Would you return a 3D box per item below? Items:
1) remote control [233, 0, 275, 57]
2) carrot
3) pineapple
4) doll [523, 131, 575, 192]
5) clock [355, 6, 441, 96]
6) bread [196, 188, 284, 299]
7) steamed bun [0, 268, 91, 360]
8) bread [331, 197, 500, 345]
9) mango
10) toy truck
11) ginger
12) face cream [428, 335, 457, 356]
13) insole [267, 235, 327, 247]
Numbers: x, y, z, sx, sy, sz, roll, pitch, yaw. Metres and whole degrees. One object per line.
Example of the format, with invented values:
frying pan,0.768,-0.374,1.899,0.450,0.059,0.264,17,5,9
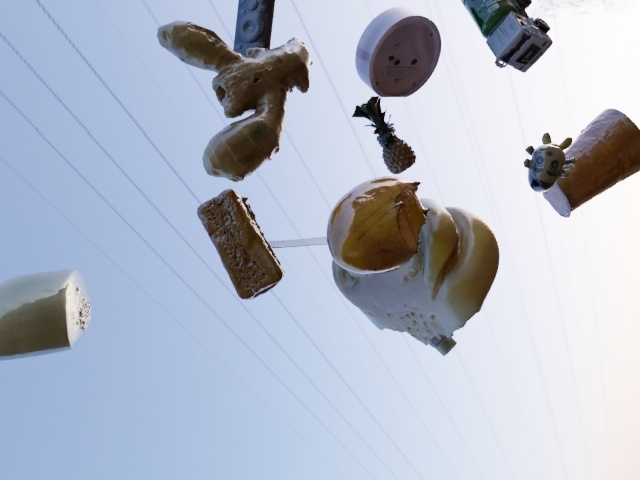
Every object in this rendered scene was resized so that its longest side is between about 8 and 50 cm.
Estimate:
remote control,-0.166,-0.623,1.379,0.044,0.107,0.377,17,-102,-64
carrot,0.707,-0.201,1.411,0.254,0.196,0.196,-35,-45,4
pineapple,0.217,-0.359,1.815,0.130,0.119,0.277,-33,-76,0
doll,0.474,-0.168,1.103,0.089,0.102,0.179,84,-151,-51
clock,0.180,-0.429,1.226,0.197,0.068,0.197,-19,-43,-19
bread,-0.193,0.006,1.304,0.139,0.271,0.077,-31,-14,-1
steamed bun,-0.614,0.147,1.152,0.200,0.250,0.155,-4,-77,-14
bread,0.204,0.073,1.250,0.245,0.424,0.329,13,-107,-31
mango,0.094,-0.023,0.912,0.154,0.126,0.252,49,-138,-2
toy truck,0.373,-0.466,1.100,0.125,0.101,0.242,7,-128,-33
ginger,-0.127,-0.316,1.134,0.348,0.122,0.363,-17,-109,-27
face cream,0.370,0.303,1.859,0.114,0.224,0.070,-43,-12,-12
insole,0.000,0.000,1.458,0.322,0.109,0.007,-4,-77,-15
